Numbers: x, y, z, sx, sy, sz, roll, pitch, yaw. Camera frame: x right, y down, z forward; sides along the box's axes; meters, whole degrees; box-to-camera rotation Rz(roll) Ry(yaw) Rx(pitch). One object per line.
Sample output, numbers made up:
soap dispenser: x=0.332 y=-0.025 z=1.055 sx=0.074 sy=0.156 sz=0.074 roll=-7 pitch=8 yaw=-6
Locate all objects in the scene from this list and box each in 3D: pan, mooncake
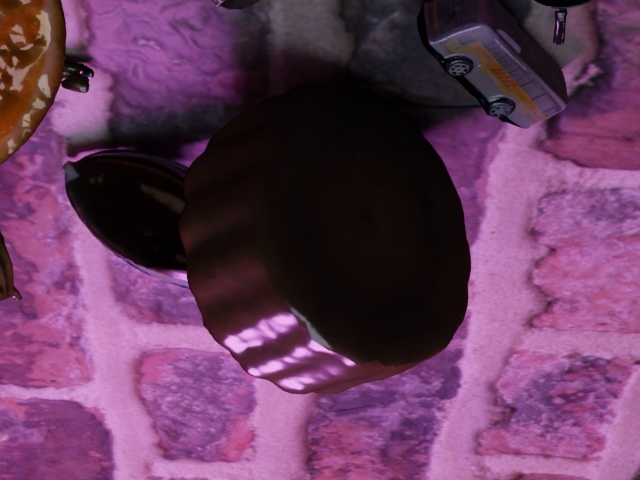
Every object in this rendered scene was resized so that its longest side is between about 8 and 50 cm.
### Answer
pan: x=0.212 y=-0.216 z=1.653 sx=0.068 sy=0.023 sz=0.115 roll=0 pitch=147 yaw=2
mooncake: x=0.000 y=0.000 z=1.783 sx=0.290 sy=0.290 sz=0.161 roll=26 pitch=146 yaw=-35

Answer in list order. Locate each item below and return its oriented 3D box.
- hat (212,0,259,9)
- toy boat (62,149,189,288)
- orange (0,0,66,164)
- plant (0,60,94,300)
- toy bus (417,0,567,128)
hat: x=-0.067 y=-0.229 z=1.645 sx=0.087 sy=0.042 sz=0.058 roll=-17 pitch=176 yaw=-42
toy boat: x=-0.144 y=-0.016 z=1.905 sx=0.262 sy=0.114 sz=0.115 roll=27 pitch=-179 yaw=23
orange: x=-0.351 y=-0.190 z=1.521 sx=0.310 sy=0.274 sz=0.274 roll=53 pitch=135 yaw=-4
plant: x=-0.382 y=-0.086 z=1.886 sx=0.251 sy=0.180 sz=0.333 roll=18 pitch=114 yaw=-12
toy bus: x=0.159 y=-0.165 z=1.715 sx=0.072 sy=0.057 sz=0.172 roll=-22 pitch=143 yaw=26
